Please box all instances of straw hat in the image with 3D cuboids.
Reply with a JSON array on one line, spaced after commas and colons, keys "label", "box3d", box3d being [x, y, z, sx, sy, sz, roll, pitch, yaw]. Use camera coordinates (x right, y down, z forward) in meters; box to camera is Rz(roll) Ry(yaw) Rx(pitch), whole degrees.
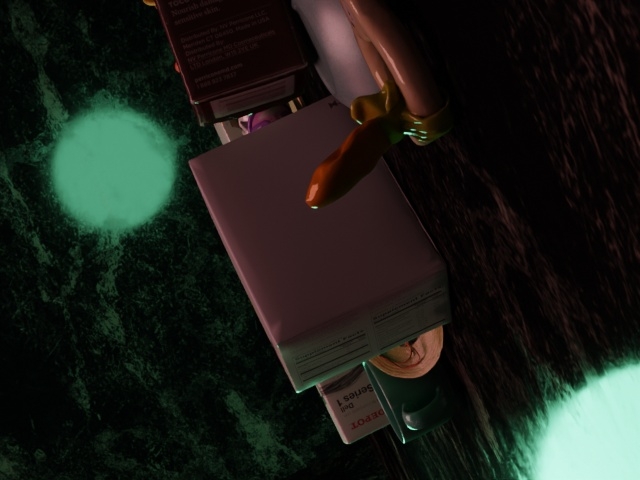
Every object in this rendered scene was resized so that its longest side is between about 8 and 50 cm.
[{"label": "straw hat", "box3d": [0.107, 0.097, 1.673, 0.061, 0.144, 0.144, -36, -76, -52]}]

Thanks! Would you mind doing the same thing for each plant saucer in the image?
[{"label": "plant saucer", "box3d": [0.010, -0.204, 1.360, 0.195, 0.037, 0.195, 64, 176, 8]}]

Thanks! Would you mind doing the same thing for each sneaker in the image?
[{"label": "sneaker", "box3d": [-0.047, -0.105, 1.953, 0.104, 0.095, 0.236, 46, 161, 51]}]

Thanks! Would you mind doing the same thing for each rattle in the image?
[{"label": "rattle", "box3d": [0.011, -0.148, 1.073, 0.200, 0.143, 0.130, 59, -166, -1]}]

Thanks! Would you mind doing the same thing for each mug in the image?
[{"label": "mug", "box3d": [0.131, 0.202, 1.761, 0.158, 0.097, 0.129, 60, 173, 39]}]

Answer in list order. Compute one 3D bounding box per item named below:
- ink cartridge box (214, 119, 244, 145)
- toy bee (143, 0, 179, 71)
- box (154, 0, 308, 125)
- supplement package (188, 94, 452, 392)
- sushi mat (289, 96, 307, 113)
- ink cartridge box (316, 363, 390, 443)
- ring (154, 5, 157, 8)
[{"label": "ink cartridge box", "box3d": [-0.130, -0.229, 2.235, 0.201, 0.117, 0.278, -135, 20, -76]}, {"label": "toy bee", "box3d": [-0.124, -0.284, 1.646, 0.195, 0.162, 0.298, -18, 111, 41]}, {"label": "box", "box3d": [-0.137, -0.333, 1.458, 0.191, 0.143, 0.381, 117, 136, -86]}, {"label": "supplement package", "box3d": [0.000, 0.000, 1.504, 0.145, 0.204, 0.262, 74, 170, -61]}, {"label": "sushi mat", "box3d": [0.008, -0.108, 1.974, 0.316, 0.019, 0.151, 64, 176, 3]}, {"label": "ink cartridge box", "box3d": [0.063, 0.188, 2.060, 0.219, 0.160, 0.092, 63, 175, 3]}, {"label": "ring", "box3d": [-0.193, -0.433, 1.804, 0.336, 0.032, 0.336, 39, 143, 37]}]
